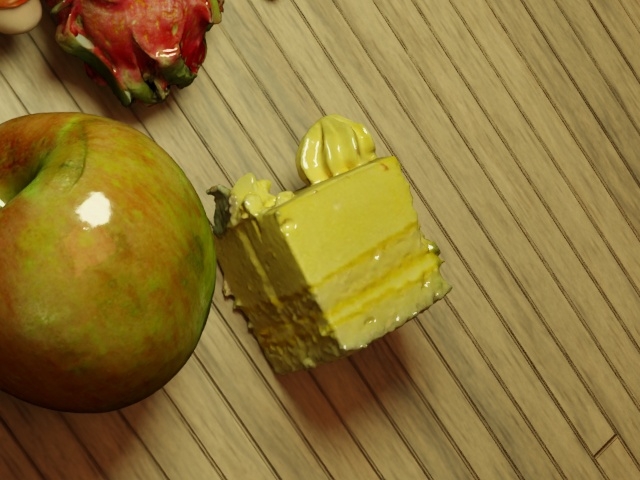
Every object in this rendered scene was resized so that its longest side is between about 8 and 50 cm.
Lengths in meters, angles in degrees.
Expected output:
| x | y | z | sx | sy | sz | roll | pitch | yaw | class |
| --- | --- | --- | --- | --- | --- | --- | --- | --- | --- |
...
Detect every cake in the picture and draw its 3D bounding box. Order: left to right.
| x | y | z | sx | sy | sz | roll | pitch | yaw | class |
| --- | --- | --- | --- | --- | --- | --- | --- | --- | --- |
| 0.000 | 0.000 | 1.532 | 0.227 | 0.222 | 0.286 | -29 | 92 | -30 | cake |

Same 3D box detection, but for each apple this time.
| x | y | z | sx | sy | sz | roll | pitch | yaw | class |
| --- | --- | --- | --- | --- | --- | --- | --- | --- | --- |
| -0.283 | 0.030 | 1.326 | 0.340 | 0.339 | 0.339 | 6 | 76 | -25 | apple |

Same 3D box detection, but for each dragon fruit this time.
| x | y | z | sx | sy | sz | roll | pitch | yaw | class |
| --- | --- | --- | --- | --- | --- | --- | --- | --- | --- |
| -0.238 | -0.326 | 1.487 | 0.231 | 0.237 | 0.302 | -19 | 100 | -4 | dragon fruit |

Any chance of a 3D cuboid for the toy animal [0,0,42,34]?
| x | y | z | sx | sy | sz | roll | pitch | yaw | class |
| --- | --- | --- | --- | --- | --- | --- | --- | --- | --- |
| -0.423 | -0.326 | 1.409 | 0.171 | 0.198 | 0.171 | 43 | 36 | -43 | toy animal |
